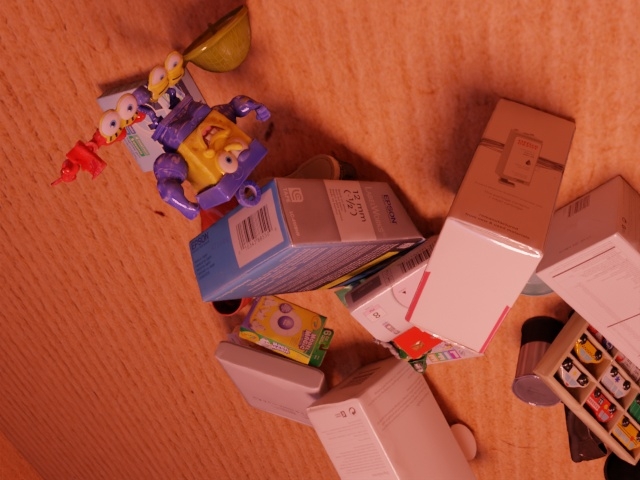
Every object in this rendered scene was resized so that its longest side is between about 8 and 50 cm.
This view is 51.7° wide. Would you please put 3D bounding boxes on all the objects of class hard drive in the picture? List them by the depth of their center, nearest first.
[{"bbox_3d":[-0.088,0.336,1.486,0.233,0.047,0.353,15,153,15],"label":"hard drive"}]

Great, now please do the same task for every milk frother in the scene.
[{"bbox_3d":[0.404,0.192,1.115,0.129,0.135,0.143,15,136,11],"label":"milk frother"}]

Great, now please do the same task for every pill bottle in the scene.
[{"bbox_3d":[0.257,0.474,1.477,0.108,0.108,0.180,38,136,-12],"label":"pill bottle"}]

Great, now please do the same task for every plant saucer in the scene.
[{"bbox_3d":[0.344,0.043,1.084,0.119,0.021,0.119,14,135,14],"label":"plant saucer"}]

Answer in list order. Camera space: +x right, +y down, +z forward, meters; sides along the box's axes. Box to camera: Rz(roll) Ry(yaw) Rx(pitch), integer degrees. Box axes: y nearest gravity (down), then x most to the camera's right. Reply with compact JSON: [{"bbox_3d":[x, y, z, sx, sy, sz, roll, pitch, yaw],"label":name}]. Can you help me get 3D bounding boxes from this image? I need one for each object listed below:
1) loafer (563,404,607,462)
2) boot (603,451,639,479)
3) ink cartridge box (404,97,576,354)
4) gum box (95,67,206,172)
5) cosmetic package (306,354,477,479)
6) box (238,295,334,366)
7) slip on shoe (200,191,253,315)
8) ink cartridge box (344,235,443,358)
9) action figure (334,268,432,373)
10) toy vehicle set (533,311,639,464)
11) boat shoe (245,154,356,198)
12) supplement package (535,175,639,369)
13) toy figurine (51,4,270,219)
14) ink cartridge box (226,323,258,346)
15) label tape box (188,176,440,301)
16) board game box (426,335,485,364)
[{"bbox_3d":[0.510,0.345,1.261,0.078,0.080,0.220,-7,133,19],"label":"loafer"},{"bbox_3d":[0.614,0.410,1.125,0.260,0.131,0.348,25,161,-38],"label":"boot"},{"bbox_3d":[0.231,-0.025,0.886,0.117,0.283,0.207,23,137,10],"label":"ink cartridge box"},{"bbox_3d":[-0.271,-0.203,1.139,0.184,0.041,0.157,-6,128,31],"label":"gum box"},{"bbox_3d":[0.164,0.447,1.325,0.156,0.217,0.385,-25,90,41],"label":"cosmetic package"},{"bbox_3d":[-0.065,0.183,1.360,0.179,0.105,0.043,23,138,4],"label":"box"},{"bbox_3d":[-0.178,0.019,1.263,0.123,0.101,0.331,15,134,15],"label":"slip on shoe"},{"bbox_3d":[0.182,0.119,1.126,0.189,0.066,0.232,-35,122,15],"label":"ink cartridge box"},{"bbox_3d":[0.140,0.166,1.241,0.137,0.063,0.232,-20,119,35],"label":"action figure"},{"bbox_3d":[0.481,0.228,1.086,0.267,0.166,0.035,43,169,-21],"label":"toy vehicle set"},{"bbox_3d":[-0.040,-0.079,1.116,0.227,0.068,0.081,-20,77,39],"label":"boat shoe"},{"bbox_3d":[0.452,0.054,0.959,0.244,0.134,0.139,40,135,-13],"label":"supplement package"},{"bbox_3d":[-0.160,-0.137,0.914,0.217,0.362,0.191,44,140,-15],"label":"toy figurine"},{"bbox_3d":[-0.167,0.214,1.494,0.083,0.028,0.048,-12,124,34],"label":"ink cartridge box"},{"bbox_3d":[0.000,0.000,1.085,0.249,0.347,0.115,-31,71,44],"label":"label tape box"},{"bbox_3d":[0.228,0.192,1.280,0.154,0.026,0.103,-19,120,38],"label":"board game box"}]
